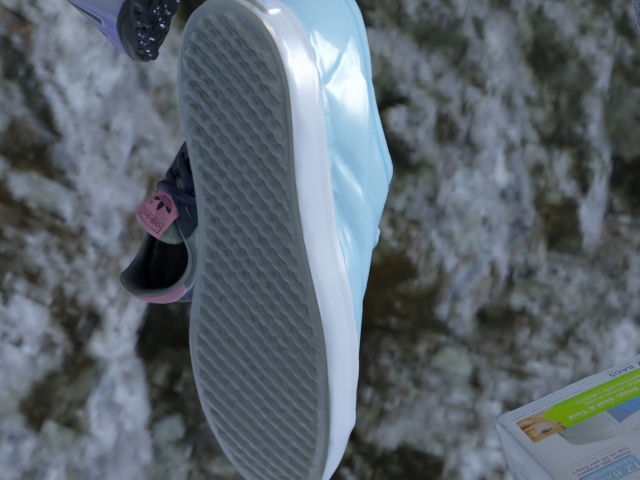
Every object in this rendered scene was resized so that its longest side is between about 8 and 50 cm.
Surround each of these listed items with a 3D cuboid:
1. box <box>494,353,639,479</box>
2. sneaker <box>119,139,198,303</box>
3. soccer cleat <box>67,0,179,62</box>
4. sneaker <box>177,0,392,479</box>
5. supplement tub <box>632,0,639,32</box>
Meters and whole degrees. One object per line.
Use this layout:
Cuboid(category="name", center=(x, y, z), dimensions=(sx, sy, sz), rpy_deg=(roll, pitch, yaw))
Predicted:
Cuboid(category="box", center=(0.200, 0.162, 0.996), dimensions=(0.114, 0.203, 0.103), rpy_deg=(-23, -68, -8))
Cuboid(category="sneaker", center=(-0.111, -0.054, 1.702), dimensions=(0.112, 0.131, 0.319), rpy_deg=(46, -45, 31))
Cuboid(category="soccer cleat", center=(-0.196, -0.245, 1.374), dimensions=(0.116, 0.108, 0.318), rpy_deg=(12, -16, 15))
Cuboid(category="sneaker", center=(0.000, 0.000, 1.180), dimensions=(0.135, 0.150, 0.365), rpy_deg=(18, -62, 37))
Cuboid(category="supplement tub", center=(0.414, -0.267, 1.567), dimensions=(0.228, 0.228, 0.316), rpy_deg=(12, -11, 7))
